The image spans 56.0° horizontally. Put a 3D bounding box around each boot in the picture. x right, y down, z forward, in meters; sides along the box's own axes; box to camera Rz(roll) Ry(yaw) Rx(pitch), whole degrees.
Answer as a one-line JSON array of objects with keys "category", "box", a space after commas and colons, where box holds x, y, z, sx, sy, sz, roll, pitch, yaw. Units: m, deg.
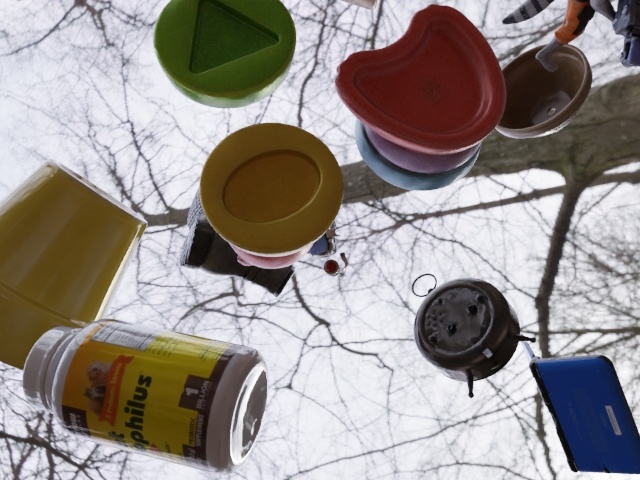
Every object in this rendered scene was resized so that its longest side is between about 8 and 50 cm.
[{"category": "boot", "box": [-0.160, -0.027, 1.261, 0.223, 0.118, 0.338, 20, -138, -19]}]

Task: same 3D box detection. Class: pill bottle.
[{"category": "pill bottle", "box": [-0.167, 0.142, 0.576, 0.117, 0.215, 0.117, 8, -90, -75]}]

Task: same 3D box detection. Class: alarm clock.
[{"category": "alarm clock", "box": [0.176, 0.101, 0.792, 0.129, 0.192, 0.064, -44, -50, 3]}]

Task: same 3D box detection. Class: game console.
[{"category": "game console", "box": [0.596, 0.363, 1.386, 0.173, 0.250, 0.293, -35, -75, -47]}]

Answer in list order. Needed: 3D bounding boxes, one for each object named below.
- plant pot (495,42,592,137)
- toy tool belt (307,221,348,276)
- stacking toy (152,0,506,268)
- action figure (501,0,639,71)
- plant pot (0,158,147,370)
[{"category": "plant pot", "box": [0.507, -0.320, 1.370, 0.110, 0.237, 0.237, 33, -114, -39]}, {"category": "toy tool belt", "box": [0.000, 0.000, 0.720, 0.052, 0.051, 0.083, -20, -108, 7]}, {"category": "stacking toy", "box": [-0.002, -0.133, 0.602, 0.309, 0.130, 0.279, -27, -106, -12]}, {"category": "action figure", "box": [0.517, -0.468, 1.157, 0.179, 0.330, 0.341, 15, -113, -14]}, {"category": "plant pot", "box": [-0.382, 0.027, 0.855, 0.254, 0.254, 0.239, 38, -96, -25]}]
